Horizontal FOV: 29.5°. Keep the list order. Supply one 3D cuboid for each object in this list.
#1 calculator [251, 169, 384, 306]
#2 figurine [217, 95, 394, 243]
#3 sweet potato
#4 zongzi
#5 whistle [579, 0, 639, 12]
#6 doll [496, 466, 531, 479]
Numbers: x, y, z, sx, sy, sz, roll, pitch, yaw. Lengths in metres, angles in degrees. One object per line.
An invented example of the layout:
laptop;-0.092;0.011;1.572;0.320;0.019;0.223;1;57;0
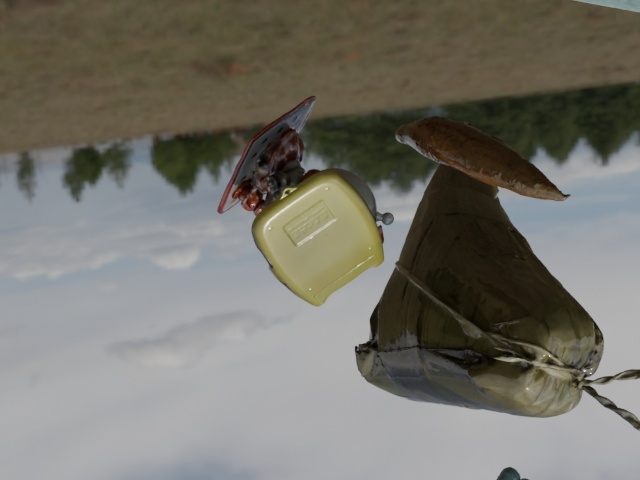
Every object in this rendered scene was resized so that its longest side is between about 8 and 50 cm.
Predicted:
calculator;0.000;0.000;1.610;0.157;0.236;0.033;-34;-131;1
figurine;0.002;-0.053;1.745;0.160;0.226;0.183;-40;167;-41
sweet potato;0.209;-0.119;1.626;0.314;0.072;0.066;26;170;42
zongzi;0.271;0.014;1.734;0.218;0.467;0.500;16;171;-27
whistle;0.254;-0.210;0.958;0.312;0.062;0.062;7;-179;-13
doll;0.235;0.398;1.649;0.120;0.180;0.075;32;-148;27
